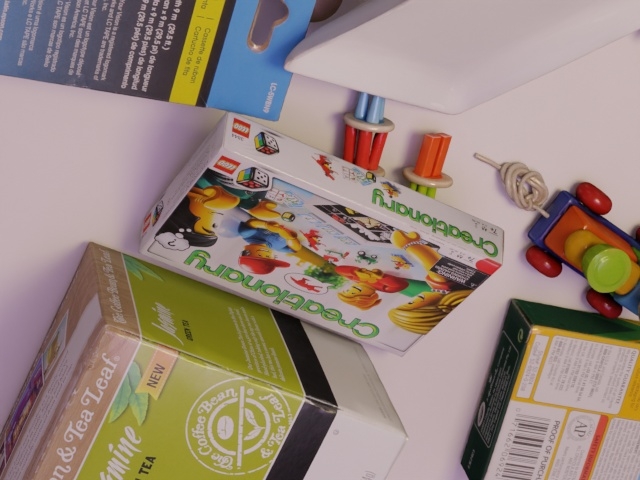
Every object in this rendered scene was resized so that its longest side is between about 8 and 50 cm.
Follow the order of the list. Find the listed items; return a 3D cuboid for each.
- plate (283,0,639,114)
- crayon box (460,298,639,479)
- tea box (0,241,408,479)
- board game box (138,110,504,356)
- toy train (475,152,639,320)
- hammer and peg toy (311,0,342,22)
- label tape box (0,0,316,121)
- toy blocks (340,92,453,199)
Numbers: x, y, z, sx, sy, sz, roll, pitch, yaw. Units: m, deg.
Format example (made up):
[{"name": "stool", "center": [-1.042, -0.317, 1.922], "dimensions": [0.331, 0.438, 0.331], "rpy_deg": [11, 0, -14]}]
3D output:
[{"name": "plate", "center": [0.147, -0.201, 1.609], "dimensions": [0.277, 0.045, 0.278], "rpy_deg": [-23, 161, 36]}, {"name": "crayon box", "center": [0.334, 0.193, 1.909], "dimensions": [0.323, 0.083, 0.203], "rpy_deg": [11, 109, -15]}, {"name": "tea box", "center": [-0.142, 0.229, 1.751], "dimensions": [0.323, 0.220, 0.329], "rpy_deg": [21, 106, -18]}, {"name": "board game box", "center": [0.000, 0.000, 1.731], "dimensions": [0.305, 0.053, 0.193], "rpy_deg": [22, 139, -18]}, {"name": "toy train", "center": [0.264, 0.005, 1.787], "dimensions": [0.248, 0.143, 0.105], "rpy_deg": [33, 101, -21]}, {"name": "hammer and peg toy", "center": [0.035, -0.380, 1.592], "dimensions": [0.266, 0.127, 0.361], "rpy_deg": [34, 101, -18]}, {"name": "label tape box", "center": [-0.172, -0.254, 1.582], "dimensions": [0.333, 0.106, 0.240], "rpy_deg": [9, 129, -14]}, {"name": "toy blocks", "center": [0.077, -0.086, 1.762], "dimensions": [0.123, 0.054, 0.148], "rpy_deg": [6, 109, -13]}]
